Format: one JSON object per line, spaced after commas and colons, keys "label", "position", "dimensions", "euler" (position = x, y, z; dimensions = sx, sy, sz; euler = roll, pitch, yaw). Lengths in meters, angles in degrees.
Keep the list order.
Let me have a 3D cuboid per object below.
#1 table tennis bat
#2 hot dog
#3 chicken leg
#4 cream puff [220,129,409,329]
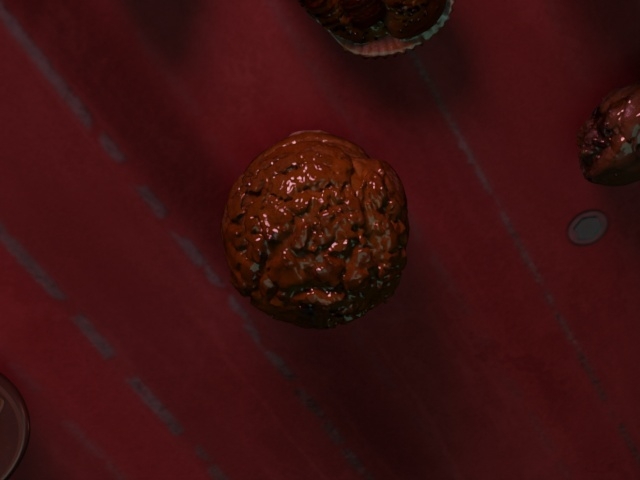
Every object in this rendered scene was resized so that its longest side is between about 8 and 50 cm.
{"label": "table tennis bat", "position": [-0.300, 0.171, 1.282], "dimensions": [0.107, 0.119, 0.170], "euler": [26, 96, -3]}
{"label": "hot dog", "position": [0.020, -0.198, 1.049], "dimensions": [0.099, 0.053, 0.192], "euler": [-34, 131, 7]}
{"label": "chicken leg", "position": [0.286, -0.110, 1.192], "dimensions": [0.198, 0.069, 0.085], "euler": [-32, 131, 1]}
{"label": "cream puff", "position": [0.000, 0.000, 1.160], "dimensions": [0.150, 0.115, 0.165], "euler": [-34, 130, 17]}
